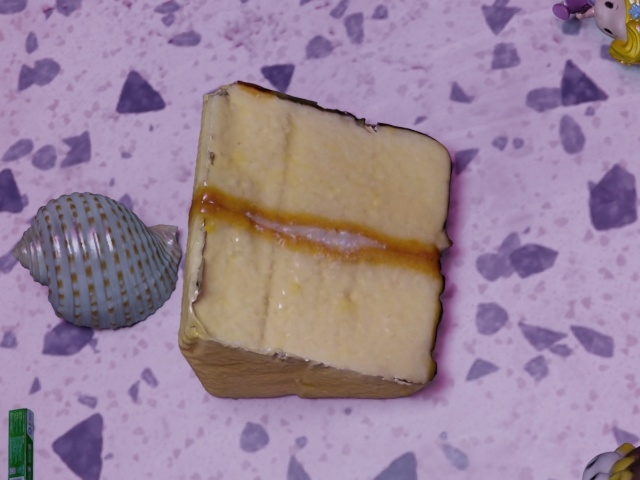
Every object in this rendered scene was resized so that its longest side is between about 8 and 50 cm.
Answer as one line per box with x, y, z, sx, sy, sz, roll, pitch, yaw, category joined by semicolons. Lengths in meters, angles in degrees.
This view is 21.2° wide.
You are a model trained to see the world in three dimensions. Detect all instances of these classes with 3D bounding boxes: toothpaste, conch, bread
-0.290;0.205;1.657;0.020;0.017;0.083;-10;66;15;toothpaste
-0.223;0.018;1.672;0.153;0.102;0.135;-3;82;15;conch
0.000;0.000;1.569;0.236;0.198;0.263;2;71;9;bread

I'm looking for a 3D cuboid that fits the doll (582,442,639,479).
0.240;0.240;1.420;0.188;0.145;0.096;-44;88;-6;doll

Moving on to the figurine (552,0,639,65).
0.311;-0.223;1.621;0.115;0.095;0.156;-32;42;-21;figurine
